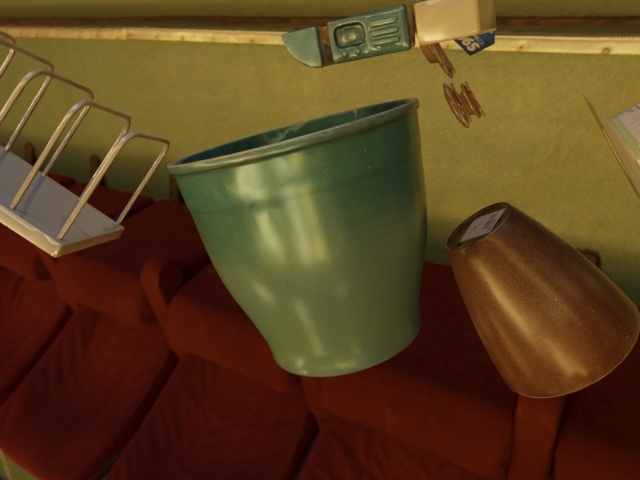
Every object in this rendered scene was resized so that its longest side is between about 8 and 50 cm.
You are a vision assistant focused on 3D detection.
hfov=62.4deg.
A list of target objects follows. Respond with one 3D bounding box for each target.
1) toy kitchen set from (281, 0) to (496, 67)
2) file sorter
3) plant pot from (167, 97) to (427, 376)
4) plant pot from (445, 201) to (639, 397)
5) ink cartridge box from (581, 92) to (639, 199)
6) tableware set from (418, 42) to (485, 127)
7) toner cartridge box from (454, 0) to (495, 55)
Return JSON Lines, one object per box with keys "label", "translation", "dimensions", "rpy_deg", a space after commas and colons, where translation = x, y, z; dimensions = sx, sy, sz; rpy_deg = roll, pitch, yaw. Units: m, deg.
{"label": "toy kitchen set", "translation": [0.044, -0.259, 0.495], "dimensions": [0.207, 0.122, 0.166], "rpy_deg": [-3, 110, 25]}
{"label": "file sorter", "translation": [-0.371, -0.138, 0.685], "dimensions": [0.277, 0.193, 0.173], "rpy_deg": [34, 96, -4]}
{"label": "plant pot", "translation": [0.000, 0.000, 0.597], "dimensions": [0.271, 0.271, 0.255], "rpy_deg": [-4, 108, 36]}
{"label": "plant pot", "translation": [0.293, 0.064, 0.764], "dimensions": [0.215, 0.215, 0.230], "rpy_deg": [-30, 105, 41]}
{"label": "ink cartridge box", "translation": [0.369, -0.076, 0.576], "dimensions": [0.056, 0.235, 0.171], "rpy_deg": [-29, 110, 29]}
{"label": "tableware set", "translation": [0.178, -0.220, 0.717], "dimensions": [0.020, 0.168, 0.141], "rpy_deg": [-28, 92, 28]}
{"label": "toner cartridge box", "translation": [0.283, -0.598, 1.222], "dimensions": [0.075, 0.347, 0.165], "rpy_deg": [-17, 59, 45]}
